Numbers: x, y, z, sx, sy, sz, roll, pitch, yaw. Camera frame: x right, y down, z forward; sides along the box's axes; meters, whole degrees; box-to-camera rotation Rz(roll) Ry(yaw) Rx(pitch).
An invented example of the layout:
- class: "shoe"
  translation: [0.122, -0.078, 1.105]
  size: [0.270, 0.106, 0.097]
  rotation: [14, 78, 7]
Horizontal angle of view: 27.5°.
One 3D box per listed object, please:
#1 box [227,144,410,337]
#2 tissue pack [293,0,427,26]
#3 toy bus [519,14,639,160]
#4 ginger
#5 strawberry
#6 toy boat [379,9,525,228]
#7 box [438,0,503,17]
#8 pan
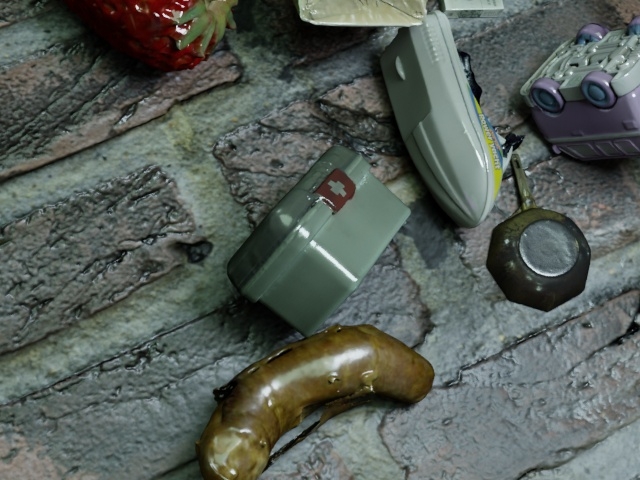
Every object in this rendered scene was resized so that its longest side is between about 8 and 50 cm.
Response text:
- class: "box"
  translation: [0.000, 0.000, 1.505]
  size: [0.129, 0.148, 0.210]
  rotation: [41, 38, -2]
- class: "tissue pack"
  translation: [0.038, -0.360, 1.645]
  size: [0.159, 0.125, 0.234]
  rotation: [1, 27, -9]
- class: "toy bus"
  translation: [0.367, -0.184, 1.648]
  size: [0.142, 0.202, 0.142]
  rotation: [-49, 114, -21]
- class: "ginger"
  translation: [-0.015, 0.176, 1.477]
  size: [0.309, 0.107, 0.133]
  rotation: [-30, 61, -24]
- class: "strawberry"
  translation: [-0.230, -0.322, 1.618]
  size: [0.244, 0.205, 0.205]
  rotation: [15, 63, 23]
- class: "toy boat"
  translation: [0.169, -0.148, 1.635]
  size: [0.141, 0.141, 0.269]
  rotation: [-23, 75, -18]
- class: "box"
  translation: [0.202, -0.329, 1.771]
  size: [0.083, 0.024, 0.054]
  rotation: [-3, 70, -12]
- class: "pan"
  translation: [0.257, -0.014, 1.632]
  size: [0.128, 0.048, 0.202]
  rotation: [-28, 74, -18]
